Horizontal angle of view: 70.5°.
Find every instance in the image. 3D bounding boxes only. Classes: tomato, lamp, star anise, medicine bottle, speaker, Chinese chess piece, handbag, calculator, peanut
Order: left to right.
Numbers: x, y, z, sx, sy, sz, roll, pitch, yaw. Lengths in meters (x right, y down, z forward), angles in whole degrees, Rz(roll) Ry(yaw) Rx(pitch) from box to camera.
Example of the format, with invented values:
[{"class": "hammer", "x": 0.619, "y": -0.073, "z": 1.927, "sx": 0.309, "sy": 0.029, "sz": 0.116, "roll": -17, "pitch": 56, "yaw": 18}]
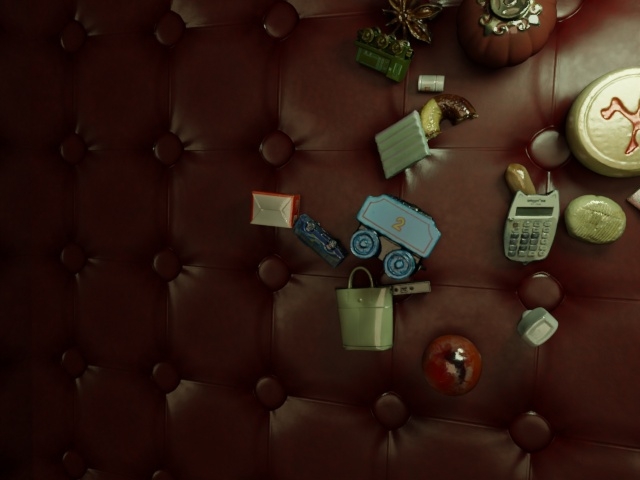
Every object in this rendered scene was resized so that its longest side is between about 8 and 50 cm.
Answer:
[{"class": "handbag", "x": 0.168, "y": 0.254, "z": 1.704, "sx": 0.241, "sy": 0.109, "sz": 0.316, "roll": -7, "pitch": 83, "yaw": 32}, {"class": "speaker", "x": 0.313, "y": 0.177, "z": 1.687, "sx": 0.190, "sy": 0.046, "sz": 0.040, "roll": -7, "pitch": 90, "yaw": 16}, {"class": "star anise", "x": 0.325, "y": -0.810, "z": 1.595, "sx": 0.214, "sy": 0.099, "sz": 0.220, "roll": 9, "pitch": 116, "yaw": 19}, {"class": "medicine bottle", "x": 0.394, "y": -0.559, "z": 1.614, "sx": 0.089, "sy": 0.057, "sz": 0.057, "roll": 6, "pitch": 95, "yaw": 15}, {"class": "tomato", "x": 0.460, "y": 0.437, "z": 1.589, "sx": 0.207, "sy": 0.184, "sz": 0.208, "roll": 1, "pitch": 95, "yaw": 15}, {"class": "lamp", "x": 0.589, "y": -0.707, "z": 1.448, "sx": 0.302, "sy": 0.257, "sz": 0.304, "roll": 1, "pitch": 92, "yaw": 15}, {"class": "peanut", "x": 0.681, "y": -0.193, "z": 1.548, "sx": 0.076, "sy": 0.076, "sz": 0.152, "roll": -27, "pitch": 91, "yaw": 15}, {"class": "calculator", "x": 0.708, "y": -0.042, "z": 1.529, "sx": 0.176, "sy": 0.040, "sz": 0.268, "roll": 1, "pitch": 107, "yaw": 0}, {"class": "medicine bottle", "x": 0.715, "y": 0.281, "z": 1.509, "sx": 0.069, "sy": 0.183, "sz": 0.119, "roll": 42, "pitch": 103, "yaw": 8}, {"class": "Chinese chess piece", "x": 0.959, "y": -0.367, "z": 1.425, "sx": 0.337, "sy": 0.140, "sz": 0.339, "roll": 1, "pitch": 93, "yaw": 15}]

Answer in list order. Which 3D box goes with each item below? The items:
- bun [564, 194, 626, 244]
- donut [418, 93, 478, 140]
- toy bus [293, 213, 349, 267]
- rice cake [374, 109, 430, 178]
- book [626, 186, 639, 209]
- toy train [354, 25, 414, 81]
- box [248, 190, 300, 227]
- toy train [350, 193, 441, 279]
[{"class": "bun", "x": 0.895, "y": -0.069, "z": 1.483, "sx": 0.188, "sy": 0.111, "sz": 0.164, "roll": 19, "pitch": 115, "yaw": 11}, {"class": "donut", "x": 0.424, "y": -0.444, "z": 1.599, "sx": 0.217, "sy": 0.085, "sz": 0.141, "roll": -30, "pitch": 85, "yaw": 17}, {"class": "toy bus", "x": -0.002, "y": 0.002, "z": 1.747, "sx": 0.236, "sy": 0.079, "sz": 0.094, "roll": 41, "pitch": 104, "yaw": 10}, {"class": "rice cake", "x": 0.289, "y": -0.340, "z": 1.629, "sx": 0.198, "sy": 0.037, "sz": 0.190, "roll": -17, "pitch": 88, "yaw": 43}, {"class": "book", "x": 1.128, "y": -0.161, "z": 1.431, "sx": 0.232, "sy": 0.022, "sz": 0.162, "roll": -47, "pitch": 66, "yaw": 13}, {"class": "toy train", "x": 0.221, "y": -0.674, "z": 1.629, "sx": 0.225, "sy": 0.090, "sz": 0.137, "roll": 30, "pitch": 127, "yaw": 17}, {"class": "box", "x": -0.179, "y": -0.124, "z": 1.781, "sx": 0.182, "sy": 0.099, "sz": 0.133, "roll": 6, "pitch": 98, "yaw": 14}, {"class": "toy train", "x": 0.269, "y": -0.013, "z": 1.620, "sx": 0.300, "sy": 0.188, "sz": 0.265, "roll": 31, "pitch": 96, "yaw": 13}]
